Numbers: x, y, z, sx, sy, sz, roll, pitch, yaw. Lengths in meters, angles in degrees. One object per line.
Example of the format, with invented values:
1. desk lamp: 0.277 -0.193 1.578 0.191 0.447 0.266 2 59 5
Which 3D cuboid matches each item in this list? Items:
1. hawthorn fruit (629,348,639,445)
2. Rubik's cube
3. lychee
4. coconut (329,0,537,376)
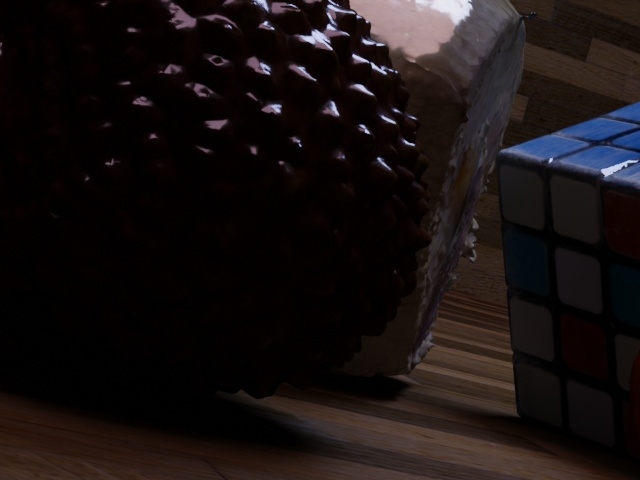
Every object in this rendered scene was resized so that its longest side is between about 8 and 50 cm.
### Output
1. hawthorn fruit: 0.280 0.101 0.908 0.211 0.211 0.299 15 -7 -14
2. Rubik's cube: 0.327 0.029 1.255 0.259 0.253 0.256 -20 23 -33
3. lychee: -0.088 -0.052 0.900 0.330 0.306 0.306 18 0 -36
4. coconut: -0.039 -0.091 1.261 0.405 0.404 0.404 15 2 0
